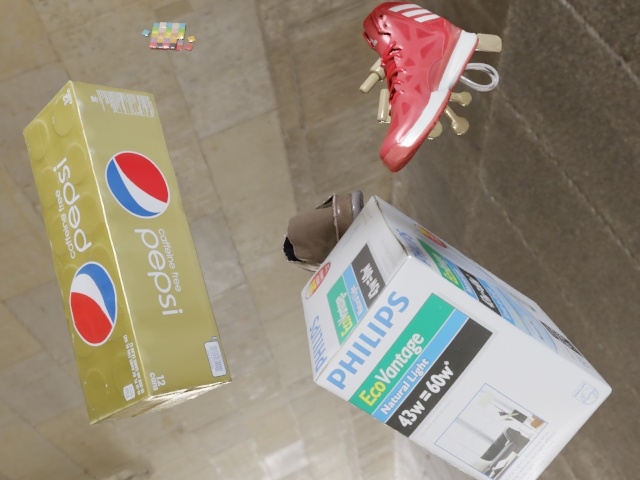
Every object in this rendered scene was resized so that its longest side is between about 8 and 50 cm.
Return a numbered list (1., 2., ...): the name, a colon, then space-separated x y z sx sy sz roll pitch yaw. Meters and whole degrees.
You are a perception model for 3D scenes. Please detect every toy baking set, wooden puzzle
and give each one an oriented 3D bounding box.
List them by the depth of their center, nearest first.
1. wooden puzzle: -0.230 -0.309 1.187 0.006 0.083 0.049 92 180 -64
2. toy baking set: 0.194 -0.279 1.343 0.196 0.256 0.030 32 163 5

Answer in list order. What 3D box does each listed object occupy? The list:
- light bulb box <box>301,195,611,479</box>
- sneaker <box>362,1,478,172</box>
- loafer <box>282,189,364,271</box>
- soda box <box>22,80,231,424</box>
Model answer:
1. light bulb box: 0.183 0.148 1.220 0.361 0.225 0.358 33 -168 -13
2. sneaker: 0.084 -0.183 0.888 0.128 0.221 0.087 31 145 -1
3. loafer: 0.000 0.000 1.541 0.366 0.130 0.134 127 140 -70
4. soda box: -0.112 0.005 0.445 0.061 0.058 0.181 -29 72 38
